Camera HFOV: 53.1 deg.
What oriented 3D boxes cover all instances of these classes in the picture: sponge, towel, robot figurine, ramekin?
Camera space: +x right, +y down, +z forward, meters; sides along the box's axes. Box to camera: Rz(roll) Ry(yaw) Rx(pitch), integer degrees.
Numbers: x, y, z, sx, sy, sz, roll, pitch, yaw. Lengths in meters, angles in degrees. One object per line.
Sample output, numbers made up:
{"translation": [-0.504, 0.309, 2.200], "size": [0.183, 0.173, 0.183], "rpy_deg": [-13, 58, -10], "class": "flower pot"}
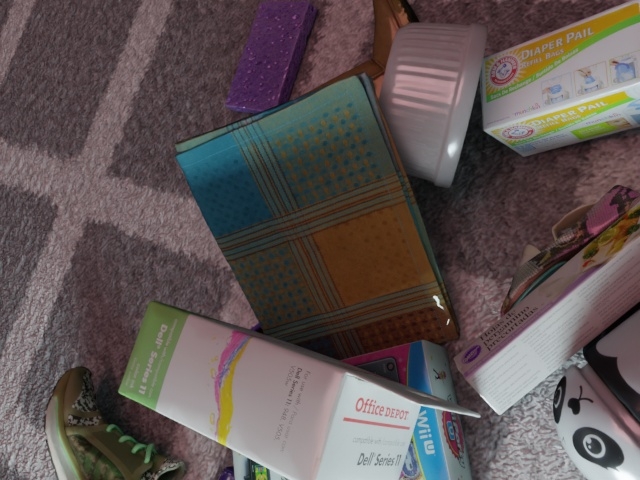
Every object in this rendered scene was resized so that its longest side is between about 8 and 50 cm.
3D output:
{"translation": [-0.088, -0.323, 1.134], "size": [0.117, 0.031, 0.210], "rpy_deg": [13, 83, 33], "class": "sponge"}
{"translation": [0.000, 0.000, 0.825], "size": [0.271, 0.370, 0.040], "rpy_deg": [-16, 23, 21], "class": "towel"}
{"translation": [0.365, 0.141, 0.633], "size": [0.278, 0.209, 0.173], "rpy_deg": [-43, 71, 12], "class": "robot figurine"}
{"translation": [0.136, -0.178, 0.821], "size": [0.109, 0.207, 0.207], "rpy_deg": [12, 81, 8], "class": "ramekin"}

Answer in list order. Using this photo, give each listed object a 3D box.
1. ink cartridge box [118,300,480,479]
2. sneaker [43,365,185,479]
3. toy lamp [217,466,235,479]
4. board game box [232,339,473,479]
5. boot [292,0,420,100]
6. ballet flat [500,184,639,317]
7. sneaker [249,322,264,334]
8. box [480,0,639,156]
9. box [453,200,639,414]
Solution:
{"translation": [-0.026, 0.183, 0.720], "size": [0.353, 0.207, 0.119], "rpy_deg": [13, 80, 34], "class": "ink cartridge box"}
{"translation": [-0.307, 0.371, 1.018], "size": [0.182, 0.158, 0.410], "rpy_deg": [-22, 58, -11], "class": "sneaker"}
{"translation": [-0.144, 0.462, 0.900], "size": [0.080, 0.080, 0.274], "rpy_deg": [7, 81, 32], "class": "toy lamp"}
{"translation": [0.033, 0.274, 0.840], "size": [0.303, 0.097, 0.224], "rpy_deg": [-19, 66, 24], "class": "board game box"}
{"translation": [0.038, -0.252, 1.002], "size": [0.269, 0.089, 0.236], "rpy_deg": [-26, 65, 23], "class": "boot"}
{"translation": [0.299, 0.016, 0.782], "size": [0.221, 0.077, 0.079], "rpy_deg": [-41, 40, 8], "class": "ballet flat"}
{"translation": [-0.042, 0.129, 0.943], "size": [0.170, 0.071, 0.068], "rpy_deg": [-29, 62, 20], "class": "sneaker"}
{"translation": [0.311, -0.188, 0.782], "size": [0.203, 0.114, 0.103], "rpy_deg": [-13, 69, 42], "class": "box"}
{"translation": [0.295, 0.061, 0.715], "size": [0.324, 0.063, 0.067], "rpy_deg": [-43, 101, 8], "class": "box"}
